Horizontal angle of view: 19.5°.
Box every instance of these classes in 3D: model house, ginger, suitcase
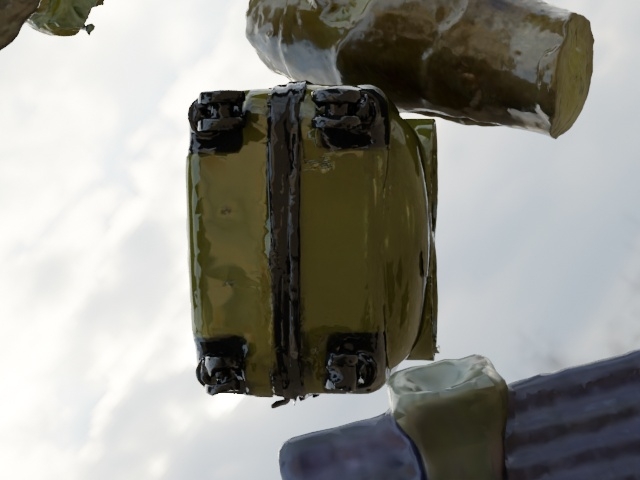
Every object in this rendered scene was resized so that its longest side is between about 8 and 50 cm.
[{"bbox_3d":[0.110,0.192,0.774,0.245,0.280,0.312,-14,11,0],"label":"model house"},{"bbox_3d":[0.061,-0.134,1.249,0.109,0.263,0.116,-30,-52,-48],"label":"ginger"},{"bbox_3d":[0.000,0.000,1.145,0.235,0.143,0.194,-3,-89,-83],"label":"suitcase"}]

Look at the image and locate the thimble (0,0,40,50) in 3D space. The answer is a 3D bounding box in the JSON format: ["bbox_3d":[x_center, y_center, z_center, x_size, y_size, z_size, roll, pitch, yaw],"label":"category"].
[{"bbox_3d":[-0.194,-0.153,0.923,0.102,0.090,0.115,1,-61,-52],"label":"thimble"}]

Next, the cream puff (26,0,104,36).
[{"bbox_3d":[-0.213,-0.273,1.409,0.221,0.194,0.195,-48,-14,20],"label":"cream puff"}]
